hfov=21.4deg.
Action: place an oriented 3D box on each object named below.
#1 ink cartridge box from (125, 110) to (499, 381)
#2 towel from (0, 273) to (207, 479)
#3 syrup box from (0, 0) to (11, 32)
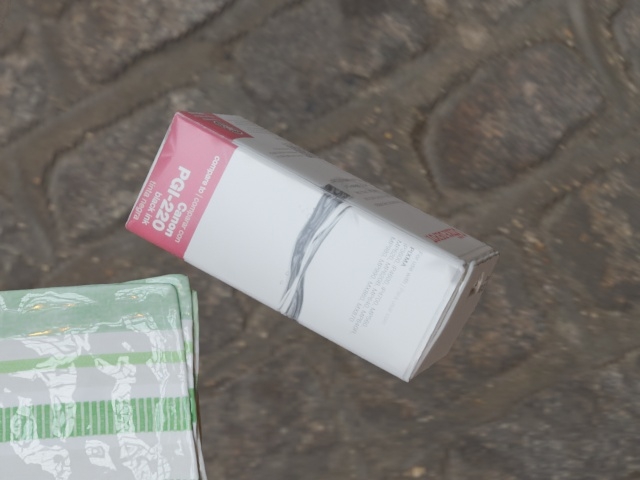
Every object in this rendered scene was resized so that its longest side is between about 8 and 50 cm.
[{"bbox_3d":[0.000,0.000,1.147,0.218,0.158,0.092,26,98,11],"label":"ink cartridge box"},{"bbox_3d":[-0.235,0.204,1.695,0.248,0.038,0.324,-5,84,0],"label":"towel"},{"bbox_3d":[-0.105,-0.131,0.419,0.096,0.237,0.093,15,134,-9],"label":"syrup box"}]
